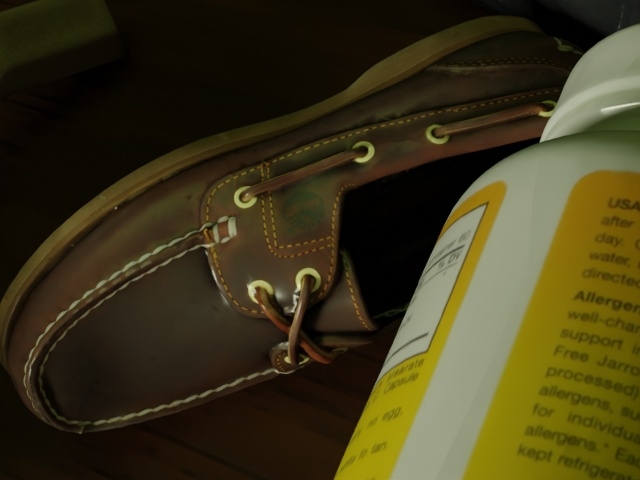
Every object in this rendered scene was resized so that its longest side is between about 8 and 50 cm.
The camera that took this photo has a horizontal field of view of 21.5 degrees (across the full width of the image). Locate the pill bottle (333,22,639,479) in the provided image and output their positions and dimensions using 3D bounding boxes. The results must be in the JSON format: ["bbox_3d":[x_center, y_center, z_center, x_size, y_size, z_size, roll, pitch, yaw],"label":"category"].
[{"bbox_3d":[0.070,0.049,0.403,0.117,0.118,0.208,5,52,28],"label":"pill bottle"}]

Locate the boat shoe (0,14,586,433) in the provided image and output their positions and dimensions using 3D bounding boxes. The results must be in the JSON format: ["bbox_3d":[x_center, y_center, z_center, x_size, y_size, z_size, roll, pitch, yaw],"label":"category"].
[{"bbox_3d":[0.000,0.000,0.512,0.207,0.073,0.073,-31,42,-5],"label":"boat shoe"}]

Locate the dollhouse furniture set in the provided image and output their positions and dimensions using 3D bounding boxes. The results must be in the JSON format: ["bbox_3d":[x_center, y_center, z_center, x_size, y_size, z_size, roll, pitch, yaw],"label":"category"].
[{"bbox_3d":[-0.128,-0.044,0.661,0.114,0.091,0.081,-24,-3,-29],"label":"dollhouse furniture set"}]

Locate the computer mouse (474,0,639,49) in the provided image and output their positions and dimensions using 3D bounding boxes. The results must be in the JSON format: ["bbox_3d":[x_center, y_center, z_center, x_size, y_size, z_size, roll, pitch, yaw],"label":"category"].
[{"bbox_3d":[0.104,-0.130,0.596,0.188,0.072,0.272,-33,32,-4],"label":"computer mouse"}]
